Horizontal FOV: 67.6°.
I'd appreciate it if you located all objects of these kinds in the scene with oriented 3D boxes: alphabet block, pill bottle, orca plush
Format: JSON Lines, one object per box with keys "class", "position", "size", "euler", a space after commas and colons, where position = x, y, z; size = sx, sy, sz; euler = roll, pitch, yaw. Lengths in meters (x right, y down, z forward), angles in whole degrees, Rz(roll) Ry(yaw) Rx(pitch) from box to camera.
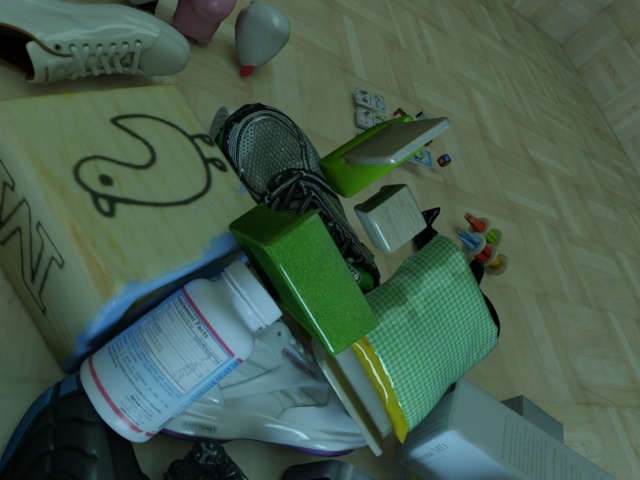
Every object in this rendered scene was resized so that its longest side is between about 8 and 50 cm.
{"class": "alphabet block", "position": [-0.204, -0.016, 0.492], "size": [0.192, 0.193, 0.197], "euler": [-28, 80, -48]}
{"class": "pill bottle", "position": [-0.116, 0.090, 0.421], "size": [0.160, 0.087, 0.087], "euler": [-38, 87, -12]}
{"class": "orca plush", "position": [0.269, 0.054, 0.891], "size": [0.151, 0.102, 0.287], "euler": [9, 55, -35]}

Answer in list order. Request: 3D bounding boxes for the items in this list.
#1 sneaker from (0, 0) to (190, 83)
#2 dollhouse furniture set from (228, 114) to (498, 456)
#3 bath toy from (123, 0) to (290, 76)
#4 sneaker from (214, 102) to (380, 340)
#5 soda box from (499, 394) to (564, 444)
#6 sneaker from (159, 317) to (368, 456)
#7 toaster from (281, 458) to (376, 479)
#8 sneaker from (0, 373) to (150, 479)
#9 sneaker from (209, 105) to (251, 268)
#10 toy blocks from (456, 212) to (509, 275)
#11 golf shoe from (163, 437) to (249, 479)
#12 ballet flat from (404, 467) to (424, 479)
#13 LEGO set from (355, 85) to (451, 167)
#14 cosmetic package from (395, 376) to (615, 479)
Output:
{"class": "sneaker", "position": [-0.321, -0.247, 0.638], "size": [0.290, 0.106, 0.123], "euler": [2, 63, -26]}
{"class": "dollhouse furniture set", "position": [0.086, 0.062, 0.436], "size": [0.197, 0.151, 0.301], "euler": [-35, 109, -14]}
{"class": "bath toy", "position": [-0.217, -0.400, 0.811], "size": [0.348, 0.129, 0.151], "euler": [20, 13, -33]}
{"class": "sneaker", "position": [0.000, 0.000, 0.555], "size": [0.134, 0.146, 0.343], "euler": [-35, 111, -16]}
{"class": "soda box", "position": [0.283, 0.376, 0.679], "size": [0.098, 0.091, 0.286], "euler": [38, 44, -12]}
{"class": "sneaker", "position": [-0.036, 0.153, 0.536], "size": [0.305, 0.114, 0.152], "euler": [19, 75, -29]}
{"class": "toaster", "position": [0.027, 0.343, 0.481], "size": [0.186, 0.110, 0.168], "euler": [38, 44, -12]}
{"class": "sneaker", "position": [-0.167, 0.278, 0.391], "size": [0.139, 0.125, 0.341], "euler": [31, 32, -61]}
{"class": "sneaker", "position": [-0.076, -0.071, 0.706], "size": [0.161, 0.102, 0.282], "euler": [18, 51, -34]}
{"class": "toy blocks", "position": [0.329, -0.008, 0.999], "size": [0.148, 0.054, 0.123], "euler": [33, 43, -35]}
{"class": "golf shoe", "position": [-0.061, 0.269, 0.415], "size": [0.077, 0.094, 0.198], "euler": [-28, 56, -12]}
{"class": "ballet flat", "position": [0.152, 0.351, 0.603], "size": [0.080, 0.073, 0.232], "euler": [15, 52, -33]}
{"class": "LEGO set", "position": [0.181, -0.236, 1.086], "size": [0.244, 0.060, 0.182], "euler": [12, 57, -22]}
{"class": "cosmetic package", "position": [0.218, 0.273, 0.571], "size": [0.231, 0.117, 0.085], "euler": [32, 44, -2]}
